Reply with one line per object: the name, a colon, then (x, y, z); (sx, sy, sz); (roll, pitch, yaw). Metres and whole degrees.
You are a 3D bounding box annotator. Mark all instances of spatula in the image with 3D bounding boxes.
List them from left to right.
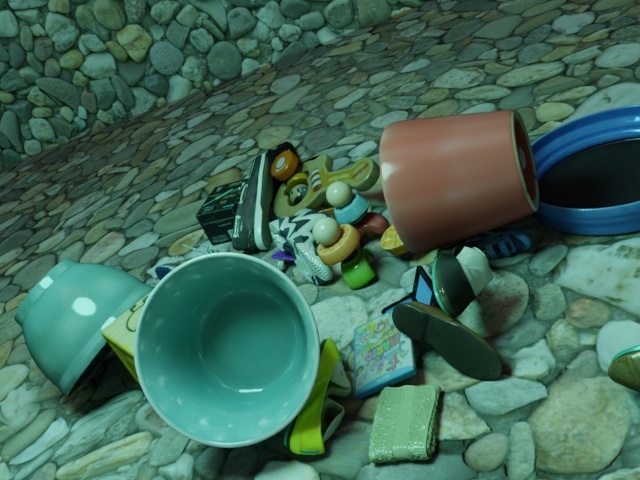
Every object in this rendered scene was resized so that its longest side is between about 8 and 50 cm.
spatula: (-0.112, 0.089, 1.585); (0.084, 0.030, 0.296); (4, 40, 32)

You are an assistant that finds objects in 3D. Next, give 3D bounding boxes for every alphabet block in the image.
alphabet block: (-0.273, 0.208, 1.350); (0.197, 0.193, 0.192); (-41, 31, -26)

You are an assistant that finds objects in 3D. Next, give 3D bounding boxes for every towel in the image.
towel: (0.131, 0.284, 1.076); (0.110, 0.027, 0.148); (-13, 31, 24)

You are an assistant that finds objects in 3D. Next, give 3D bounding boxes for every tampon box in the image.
tampon box: (-0.249, -0.081, 1.903); (0.120, 0.101, 0.161); (-12, 31, 23)

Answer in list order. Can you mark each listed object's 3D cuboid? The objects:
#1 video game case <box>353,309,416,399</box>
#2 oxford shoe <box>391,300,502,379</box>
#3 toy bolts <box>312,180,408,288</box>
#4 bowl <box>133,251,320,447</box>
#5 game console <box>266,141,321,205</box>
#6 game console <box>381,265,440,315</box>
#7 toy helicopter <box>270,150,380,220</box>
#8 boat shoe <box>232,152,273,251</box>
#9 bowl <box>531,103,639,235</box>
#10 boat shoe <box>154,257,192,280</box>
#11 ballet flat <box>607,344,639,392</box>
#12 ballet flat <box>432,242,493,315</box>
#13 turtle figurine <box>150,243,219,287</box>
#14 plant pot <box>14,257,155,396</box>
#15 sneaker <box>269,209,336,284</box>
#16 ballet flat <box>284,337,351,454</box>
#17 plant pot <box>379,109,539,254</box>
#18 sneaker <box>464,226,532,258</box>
video game case: (0.111, 0.194, 1.215); (0.119, 0.015, 0.166); (-29, 30, 22)
oxford shoe: (0.224, 0.157, 1.150); (0.076, 0.076, 0.212); (-11, 35, -44)
toy bolts: (0.089, -0.047, 1.482); (0.218, 0.158, 0.228); (-33, 25, 16)
bowl: (-0.140, 0.176, 1.171); (0.311, 0.311, 0.163); (-21, -5, 9)
game console: (-0.096, -0.223, 2.080); (0.213, 0.044, 0.361); (-23, 29, 1)
game console: (0.168, 0.118, 1.281); (0.071, 0.107, 0.122); (0, 26, -13)
toy helicopter: (0.003, -0.124, 1.728); (0.355, 0.140, 0.235); (-12, 52, 45)
boat shoe: (-0.180, -0.106, 1.801); (0.091, 0.114, 0.302); (-7, 50, 11)
bowl: (0.591, -0.145, 1.371); (0.391, 0.077, 0.391); (-19, 29, 11)
boat shoe: (-0.340, 0.081, 1.756); (0.183, 0.066, 0.066); (5, 35, 28)
ballet flat: (0.553, 0.175, 0.864); (0.342, 0.116, 0.124); (-12, 50, 16)
ballet flat: (0.251, 0.051, 1.221); (0.096, 0.095, 0.280); (-27, 8, 14)
turtle figurine: (-0.282, 0.104, 1.610); (0.234, 0.118, 0.175); (29, 73, 38)
plant pot: (-0.527, 0.163, 1.485); (0.293, 0.196, 0.293); (-51, 5, 6)
sneaker: (0.000, 0.000, 1.578); (0.153, 0.094, 0.235); (-27, 35, -19)
ballet flat: (0.010, 0.267, 1.169); (0.077, 0.077, 0.231); (9, 42, 15)
plant pot: (0.274, -0.127, 1.312); (0.243, 0.275, 0.275); (-12, 31, 27)
sneaker: (0.344, 0.011, 1.337); (0.144, 0.053, 0.059); (-5, 34, 47)
